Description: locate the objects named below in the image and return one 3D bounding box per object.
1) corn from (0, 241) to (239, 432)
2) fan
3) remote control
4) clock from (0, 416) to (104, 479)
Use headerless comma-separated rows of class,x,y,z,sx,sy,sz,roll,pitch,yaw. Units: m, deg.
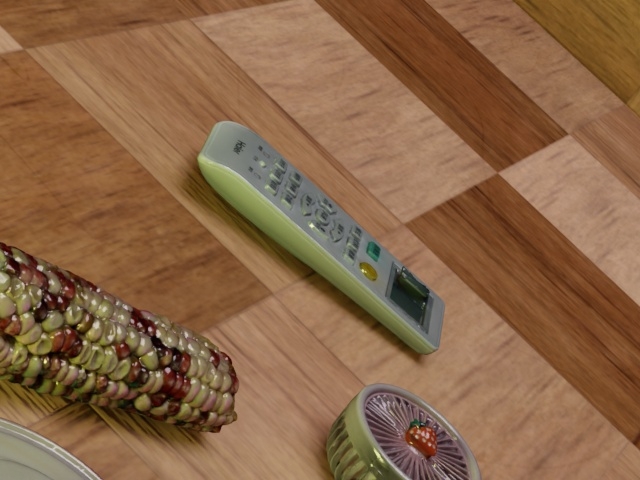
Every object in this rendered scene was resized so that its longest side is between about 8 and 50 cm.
corn,-0.169,0.072,1.247,0.280,0.092,0.092,23,29,-35
fan,0.111,0.218,1.414,0.244,0.074,0.130,42,24,3
remote control,0.001,0.000,1.658,0.293,0.051,0.103,39,25,-10
clock,-0.190,0.197,1.050,0.244,0.056,0.244,32,25,-17
